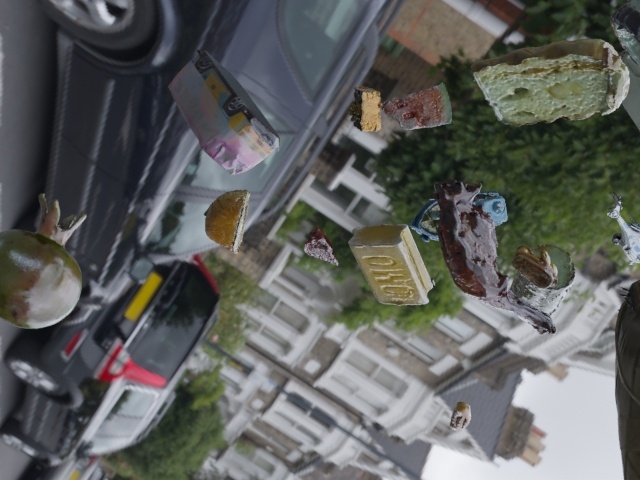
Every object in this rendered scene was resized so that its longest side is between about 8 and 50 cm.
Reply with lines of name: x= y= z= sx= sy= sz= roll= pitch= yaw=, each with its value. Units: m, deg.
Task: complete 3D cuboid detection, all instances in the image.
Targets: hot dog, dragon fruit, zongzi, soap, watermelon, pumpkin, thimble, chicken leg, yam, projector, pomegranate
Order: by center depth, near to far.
pomegranate: x=-0.483 y=0.035 z=1.289 sx=0.181 sy=0.182 sz=0.224 roll=136 pitch=-23 yaw=-76
pumpkin: x=0.076 y=-0.232 z=1.339 sx=0.083 sy=0.054 sz=0.074 roll=-112 pitch=-162 yaw=-73
chicken leg: x=0.340 y=0.055 z=1.557 sx=0.158 sy=0.407 sz=0.096 roll=-41 pitch=-171 yaw=-27
thimble: x=0.741 y=-0.432 z=1.618 sx=0.150 sy=0.237 sz=0.237 roll=-39 pitch=-172 yaw=17
zongzi: x=0.697 y=0.324 z=1.650 sx=0.500 sy=0.218 sz=0.466 roll=-50 pitch=161 yaw=-74
hot dog: x=0.323 y=0.406 z=1.743 sx=0.137 sy=0.044 sz=0.028 roll=92 pitch=14 yaw=-55
watermelon: x=0.240 y=-0.305 z=1.765 sx=0.158 sy=0.097 sz=0.121 roll=-9 pitch=174 yaw=-33
dragon fruit: x=0.002 y=-0.003 z=1.798 sx=0.063 sy=0.097 sz=0.131 roll=-60 pitch=154 yaw=-16
projector: x=0.893 y=-0.426 z=2.038 sx=0.163 sy=0.242 sz=0.177 roll=-28 pitch=169 yaw=1
soap: x=0.205 y=0.070 z=2.176 sx=0.174 sy=0.274 sz=0.089 roll=-1 pitch=-132 yaw=29
yam: x=0.676 y=0.136 z=2.336 sx=0.168 sy=0.168 sz=0.304 roll=-58 pitch=164 yaw=-19

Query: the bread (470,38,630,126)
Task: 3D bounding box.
bread: x=0.354 y=-0.245 z=1.168 sx=0.232 sy=0.128 sz=0.088 roll=1 pitch=-138 yaw=41

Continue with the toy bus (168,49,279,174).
toy bus: x=-0.255 y=-0.319 z=1.970 sx=0.162 sy=0.171 sz=0.386 roll=-43 pitch=-133 yaw=8

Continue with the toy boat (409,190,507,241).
toy boat: x=0.303 y=-0.051 z=1.659 sx=0.238 sy=0.109 sz=0.098 roll=-12 pitch=-173 yaw=-20

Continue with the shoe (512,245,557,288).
shoe: x=0.469 y=0.053 z=1.651 sx=0.069 sy=0.109 sz=0.072 roll=-65 pitch=173 yaw=-54

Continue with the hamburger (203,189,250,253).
hamburger: x=-0.226 y=-0.045 z=1.774 sx=0.087 sy=0.102 sz=0.176 roll=-83 pitch=-174 yaw=-48

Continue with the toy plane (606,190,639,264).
toy plane: x=0.915 y=-0.013 z=2.249 sx=0.107 sy=0.273 sz=0.182 roll=-38 pitch=-128 yaw=18
